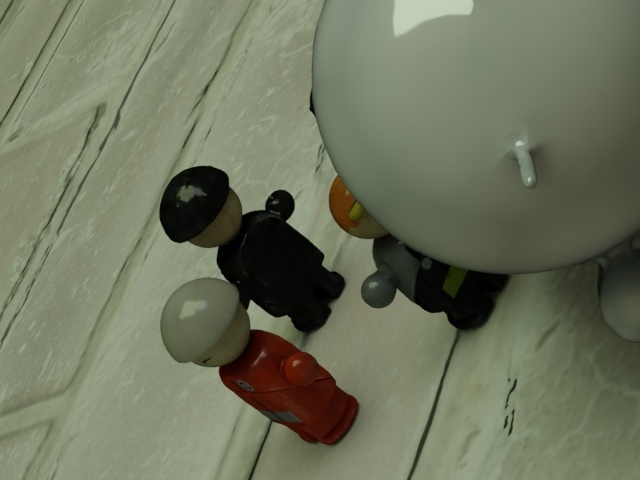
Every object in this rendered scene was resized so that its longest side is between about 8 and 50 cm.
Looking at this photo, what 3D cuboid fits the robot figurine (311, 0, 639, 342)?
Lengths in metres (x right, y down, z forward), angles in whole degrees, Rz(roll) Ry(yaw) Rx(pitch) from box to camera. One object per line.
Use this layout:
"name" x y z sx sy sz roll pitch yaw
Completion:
"robot figurine" 0.110 -0.082 0.974 0.200 0.300 0.353 -33 -7 11

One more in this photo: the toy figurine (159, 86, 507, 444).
"toy figurine" 0.000 0.000 1.205 0.209 0.148 0.213 -40 26 22
